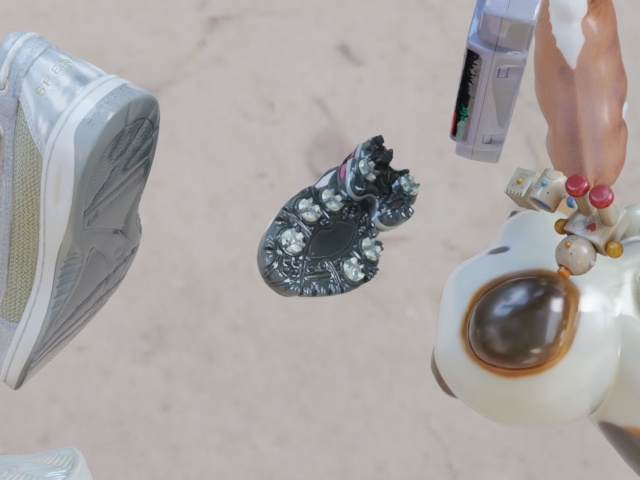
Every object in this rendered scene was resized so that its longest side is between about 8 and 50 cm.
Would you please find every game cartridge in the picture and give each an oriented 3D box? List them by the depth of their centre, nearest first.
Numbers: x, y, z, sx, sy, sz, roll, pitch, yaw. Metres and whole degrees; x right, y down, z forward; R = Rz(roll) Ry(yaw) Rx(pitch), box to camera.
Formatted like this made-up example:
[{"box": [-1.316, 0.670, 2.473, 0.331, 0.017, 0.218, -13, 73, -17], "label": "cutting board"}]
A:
[{"box": [0.173, -0.223, 1.652, 0.068, 0.355, 0.230, 19, 75, 6], "label": "game cartridge"}]

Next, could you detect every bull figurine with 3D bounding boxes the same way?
[{"box": [0.285, -0.202, 2.022, 0.101, 0.310, 0.188, 1, 10, 13], "label": "bull figurine"}]

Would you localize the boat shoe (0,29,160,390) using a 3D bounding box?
[{"box": [-0.193, -0.013, 1.285, 0.103, 0.320, 0.118, 36, 54, 11], "label": "boat shoe"}]

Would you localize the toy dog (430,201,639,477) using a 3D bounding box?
[{"box": [0.305, 0.119, 1.769, 0.408, 0.284, 0.395, 21, 83, -5], "label": "toy dog"}]

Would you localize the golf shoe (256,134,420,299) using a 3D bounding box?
[{"box": [0.000, 0.000, 1.770, 0.120, 0.105, 0.273, -32, 5, 33], "label": "golf shoe"}]

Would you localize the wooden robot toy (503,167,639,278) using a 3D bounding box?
[{"box": [0.219, -0.009, 1.605, 0.173, 0.076, 0.079, 26, 78, 36], "label": "wooden robot toy"}]

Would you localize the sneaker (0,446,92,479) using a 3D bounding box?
[{"box": [-0.261, 0.256, 1.517, 0.131, 0.148, 0.350, -15, 0, -25], "label": "sneaker"}]
